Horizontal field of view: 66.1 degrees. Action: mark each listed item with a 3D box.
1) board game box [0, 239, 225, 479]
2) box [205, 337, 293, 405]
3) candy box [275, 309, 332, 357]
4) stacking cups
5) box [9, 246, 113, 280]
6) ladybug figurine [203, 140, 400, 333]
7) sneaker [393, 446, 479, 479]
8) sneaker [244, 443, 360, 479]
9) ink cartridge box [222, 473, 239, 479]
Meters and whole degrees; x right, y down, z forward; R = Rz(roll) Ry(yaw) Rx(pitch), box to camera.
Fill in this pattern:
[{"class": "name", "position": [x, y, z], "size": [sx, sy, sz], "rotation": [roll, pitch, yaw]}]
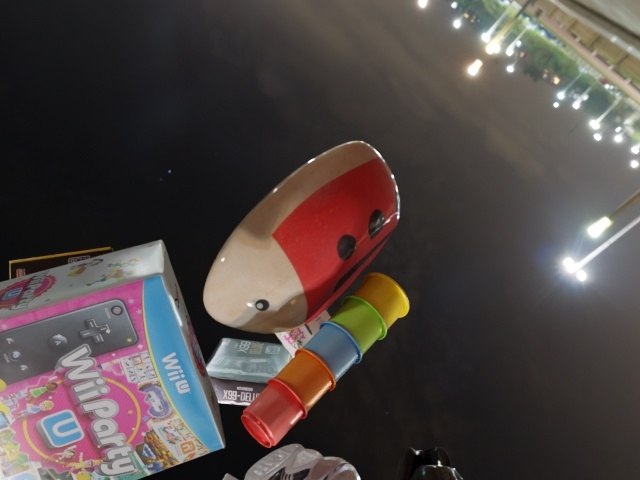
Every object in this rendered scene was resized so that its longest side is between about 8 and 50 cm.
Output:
[{"class": "board game box", "position": [-0.277, 0.152, 0.502], "size": [0.303, 0.224, 0.097], "rotation": [-17, -157, -11]}, {"class": "box", "position": [-0.203, 0.379, 1.437], "size": [0.242, 0.077, 0.307], "rotation": [7, -172, 0]}, {"class": "candy box", "position": [-0.063, 0.164, 1.126], "size": [0.070, 0.165, 0.196], "rotation": [-37, -88, -34]}, {"class": "stacking cups", "position": [0.017, 0.181, 0.754], "size": [0.096, 0.096, 0.316], "rotation": [43, -124, 6]}, {"class": "box", "position": [-0.657, 0.190, 1.287], "size": [0.257, 0.079, 0.322], "rotation": [-8, -116, -21]}, {"class": "ladybug figurine", "position": [0.000, 0.000, 0.864], "size": [0.162, 0.305, 0.449], "rotation": [37, -120, 17]}, {"class": "sneaker", "position": [0.086, 0.230, 0.327], "size": [0.109, 0.130, 0.286], "rotation": [3, 177, -5]}, {"class": "sneaker", "position": [0.005, 0.432, 0.710], "size": [0.137, 0.366, 0.210], "rotation": [-26, -93, -23]}, {"class": "ink cartridge box", "position": [-0.169, 0.545, 0.896], "size": [0.127, 0.072, 0.175], "rotation": [30, -132, 4]}]
